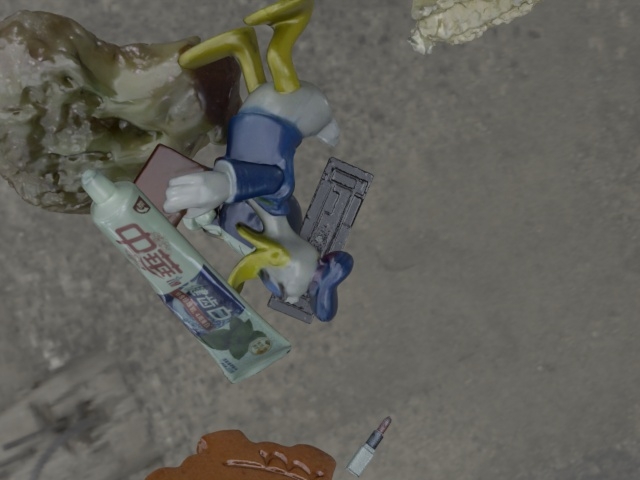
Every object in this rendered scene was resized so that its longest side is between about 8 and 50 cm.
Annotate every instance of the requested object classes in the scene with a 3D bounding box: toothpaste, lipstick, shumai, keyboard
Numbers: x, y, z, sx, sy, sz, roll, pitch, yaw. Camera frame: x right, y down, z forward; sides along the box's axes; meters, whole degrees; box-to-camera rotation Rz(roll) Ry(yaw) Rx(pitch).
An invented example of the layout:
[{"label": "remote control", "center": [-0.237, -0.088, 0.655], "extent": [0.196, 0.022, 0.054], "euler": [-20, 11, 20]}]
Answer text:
[{"label": "toothpaste", "center": [-0.100, 0.028, 0.872], "extent": [0.060, 0.233, 0.038], "euler": [-28, 39, 13]}, {"label": "lipstick", "center": [0.079, 0.319, 1.859], "extent": [0.025, 0.107, 0.025], "euler": [38, 163, -3]}, {"label": "shumai", "center": [-0.258, -0.152, 1.544], "extent": [0.283, 0.217, 0.346], "euler": [6, 147, 13]}, {"label": "keyboard", "center": [0.000, 0.000, 1.491], "extent": [0.061, 0.013, 0.204], "euler": [23, 90, -3]}]

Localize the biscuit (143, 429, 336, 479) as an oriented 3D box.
[{"label": "biscuit", "center": [-0.068, 0.362, 1.486], "extent": [0.306, 0.283, 0.043], "euler": [58, 138, 34]}]

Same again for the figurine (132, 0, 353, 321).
[{"label": "figurine", "center": [-0.067, -0.057, 1.286], "extent": [0.204, 0.283, 0.338], "euler": [-16, 102, 56]}]

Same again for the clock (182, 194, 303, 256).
[{"label": "clock", "center": [-0.146, -0.047, 2.232], "extent": [0.243, 0.199, 0.147], "euler": [20, 102, 42]}]

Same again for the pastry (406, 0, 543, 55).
[{"label": "pastry", "center": [0.178, -0.254, 0.973], "extent": [0.258, 0.089, 0.122], "euler": [-30, 45, 39]}]
